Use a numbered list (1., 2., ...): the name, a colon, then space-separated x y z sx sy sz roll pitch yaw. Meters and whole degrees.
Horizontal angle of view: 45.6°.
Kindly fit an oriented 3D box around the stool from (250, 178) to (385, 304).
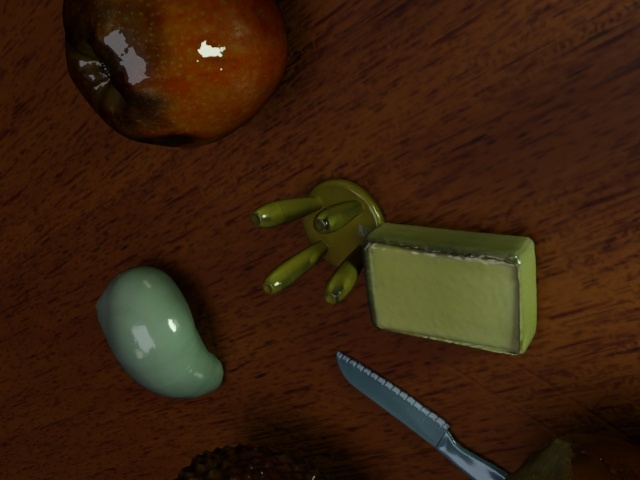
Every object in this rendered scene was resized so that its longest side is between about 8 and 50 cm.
1. stool: 0.000 0.000 0.836 0.134 0.110 0.135 48 130 9

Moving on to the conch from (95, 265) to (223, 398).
1. conch: -0.236 0.143 1.092 0.221 0.121 0.185 62 161 -11

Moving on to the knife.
1. knife: 0.138 0.230 0.909 0.313 0.019 0.044 34 120 20

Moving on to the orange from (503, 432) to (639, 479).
1. orange: 0.257 0.300 0.711 0.240 0.240 0.239 16 120 30

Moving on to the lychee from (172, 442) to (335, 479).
1. lychee: -0.070 0.389 0.992 0.268 0.267 0.267 16 120 30

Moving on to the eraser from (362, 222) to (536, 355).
1. eraser: 0.133 0.046 0.790 0.172 0.058 0.117 7 119 32

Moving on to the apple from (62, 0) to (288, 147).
1. apple: -0.157 -0.204 0.787 0.230 0.230 0.229 16 120 30
